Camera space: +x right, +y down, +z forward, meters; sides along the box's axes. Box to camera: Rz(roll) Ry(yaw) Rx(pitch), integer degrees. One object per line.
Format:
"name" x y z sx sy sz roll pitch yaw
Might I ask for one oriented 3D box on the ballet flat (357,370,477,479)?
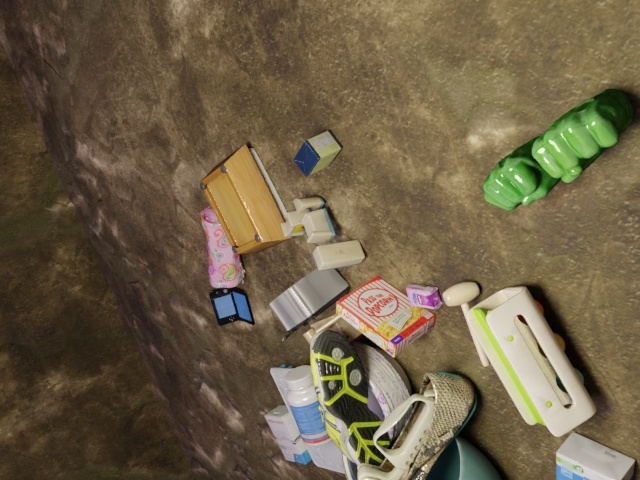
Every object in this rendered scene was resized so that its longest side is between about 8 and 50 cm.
"ballet flat" 0.193 0.519 1.590 0.483 0.182 0.164 -64 18 7

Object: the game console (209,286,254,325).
"game console" -0.309 0.236 2.319 0.085 0.124 0.144 -128 24 -64

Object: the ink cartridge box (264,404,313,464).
"ink cartridge box" -0.102 0.691 2.381 0.139 0.082 0.191 -14 101 55

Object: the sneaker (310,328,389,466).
"sneaker" 0.040 0.401 1.667 0.147 0.145 0.385 1 113 51

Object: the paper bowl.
"paper bowl" 0.132 0.404 1.805 0.284 0.148 0.284 32 137 36

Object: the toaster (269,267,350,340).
"toaster" -0.037 0.162 1.816 0.110 0.185 0.168 53 146 3

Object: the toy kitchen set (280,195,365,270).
"toy kitchen set" 0.000 0.000 1.741 0.166 0.122 0.207 -55 49 54

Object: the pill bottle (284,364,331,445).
"pill bottle" -0.030 0.497 2.018 0.124 0.124 0.222 2 116 52

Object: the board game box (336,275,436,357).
"board game box" 0.156 0.179 1.609 0.193 0.146 0.045 34 138 33

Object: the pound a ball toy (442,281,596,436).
"pound a ball toy" 0.405 0.211 1.354 0.319 0.135 0.208 60 172 0

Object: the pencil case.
"pencil case" -0.310 0.023 2.136 0.124 0.124 0.284 31 137 37

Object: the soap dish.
"soap dish" -0.219 -0.104 1.915 0.229 0.118 0.291 -21 96 56

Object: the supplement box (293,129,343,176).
"supplement box" -0.006 -0.207 1.590 0.056 0.083 0.083 54 146 9

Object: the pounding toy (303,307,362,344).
"pounding toy" 0.052 0.232 1.729 0.094 0.206 0.181 59 146 1

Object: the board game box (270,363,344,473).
"board game box" 0.027 0.578 2.158 0.390 0.050 0.390 -14 103 55

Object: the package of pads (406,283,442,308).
"package of pads" 0.242 0.132 1.564 0.083 0.032 0.050 5 121 51

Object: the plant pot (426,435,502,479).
"plant pot" 0.343 0.636 1.631 0.195 0.290 0.290 25 147 -12

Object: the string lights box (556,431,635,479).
"string lights box" 0.573 0.545 1.397 0.133 0.076 0.260 18 128 44

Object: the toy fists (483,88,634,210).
"toy fists" 0.378 -0.135 1.090 0.096 0.142 0.279 58 147 4

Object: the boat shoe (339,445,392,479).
"boat shoe" 0.240 0.733 1.888 0.500 0.186 0.156 56 141 -2
